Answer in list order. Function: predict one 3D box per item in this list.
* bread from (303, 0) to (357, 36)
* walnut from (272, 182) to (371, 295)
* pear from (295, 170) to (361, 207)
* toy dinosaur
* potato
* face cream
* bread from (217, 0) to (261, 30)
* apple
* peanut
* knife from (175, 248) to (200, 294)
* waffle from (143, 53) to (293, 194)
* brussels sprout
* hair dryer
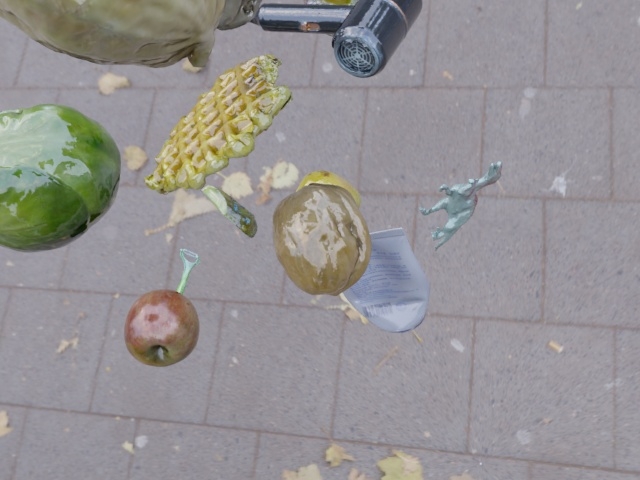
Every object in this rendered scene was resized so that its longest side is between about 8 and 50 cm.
[{"bbox_3d":[0.058,-0.569,1.670,0.158,0.260,0.156,12,44,17],"label":"bread"},{"bbox_3d":[0.000,0.000,1.044,0.149,0.166,0.166,-11,70,26],"label":"walnut"},{"bbox_3d":[0.016,-0.084,1.797,0.178,0.178,0.177,-4,73,11],"label":"pear"},{"bbox_3d":[0.286,-0.057,1.504,0.167,0.242,0.053,-19,53,-9],"label":"toy dinosaur"},{"bbox_3d":[-0.243,-0.088,1.999,0.198,0.119,0.054,43,95,22],"label":"potato"},{"bbox_3d":[0.149,0.104,1.802,0.235,0.420,0.137,-11,56,19],"label":"face cream"},{"bbox_3d":[-0.099,-0.335,0.779,0.337,0.102,0.183,-22,84,45],"label":"bread"},{"bbox_3d":[-0.400,0.218,1.842,0.188,0.188,0.173,-10,41,9],"label":"apple"},{"bbox_3d":[-0.210,-0.226,0.575,0.291,0.159,0.143,20,102,-23],"label":"peanut"},{"bbox_3d":[-0.365,0.108,1.932,0.078,0.023,0.166,21,94,38],"label":"knife"},{"bbox_3d":[-0.139,-0.173,1.047,0.291,0.051,0.291,-34,31,24],"label":"waffle"},{"bbox_3d":[-0.584,-0.120,1.450,0.289,0.355,0.281,-17,79,51],"label":"brussels sprout"},{"bbox_3d":[-0.010,-0.390,1.327,0.352,0.107,0.189,10,52,29],"label":"hair dryer"}]
